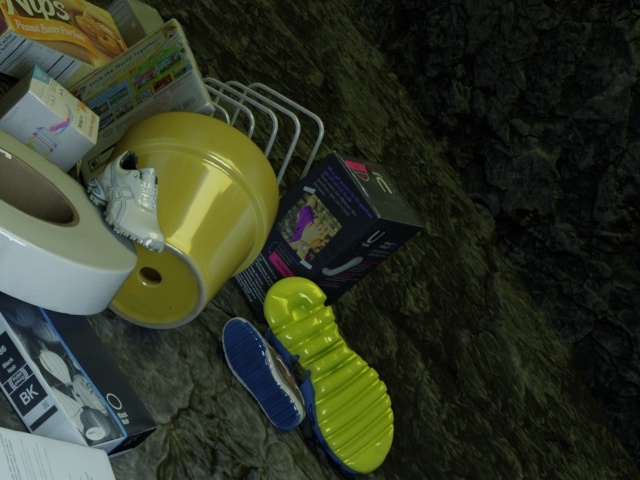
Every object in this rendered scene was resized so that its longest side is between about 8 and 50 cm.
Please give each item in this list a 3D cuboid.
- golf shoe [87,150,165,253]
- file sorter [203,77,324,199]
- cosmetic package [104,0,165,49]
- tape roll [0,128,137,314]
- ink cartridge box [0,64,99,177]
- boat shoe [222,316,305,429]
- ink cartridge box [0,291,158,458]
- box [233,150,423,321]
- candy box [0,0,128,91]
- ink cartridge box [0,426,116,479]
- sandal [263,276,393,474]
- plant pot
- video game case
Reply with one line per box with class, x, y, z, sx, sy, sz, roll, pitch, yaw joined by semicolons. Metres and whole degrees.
golf shoe;-0.238;-0.054;1.981;0.069;0.086;0.176;27;15;-46
file sorter;-0.157;-0.155;2.452;0.193;0.173;0.277;32;18;29
cosmetic package;-0.296;-0.282;2.582;0.107;0.127;0.238;21;32;-54
tape roll;-0.400;-0.051;1.881;0.392;0.072;0.392;34;11;-7
ink cartridge box;-0.389;-0.163;2.223;0.143;0.090;0.092;39;22;-24
boat shoe;-0.083;0.194;2.269;0.183;0.066;0.066;61;16;4
ink cartridge box;-0.342;0.119;1.853;0.333;0.065;0.165;53;21;12
box;0.000;0.000;2.476;0.143;0.270;0.165;57;21;21
candy box;-0.432;-0.323;2.424;0.316;0.087;0.183;19;35;-53
ink cartridge box;-0.304;0.331;1.541;0.330;0.071;0.324;21;34;-47
sandal;0.007;0.209;2.351;0.317;0.126;0.138;65;-20;8
plant pot;-0.205;-0.013;2.145;0.254;0.254;0.239;42;35;-18
video game case;-0.281;-0.207;2.329;0.026;0.227;0.206;44;17;-48
